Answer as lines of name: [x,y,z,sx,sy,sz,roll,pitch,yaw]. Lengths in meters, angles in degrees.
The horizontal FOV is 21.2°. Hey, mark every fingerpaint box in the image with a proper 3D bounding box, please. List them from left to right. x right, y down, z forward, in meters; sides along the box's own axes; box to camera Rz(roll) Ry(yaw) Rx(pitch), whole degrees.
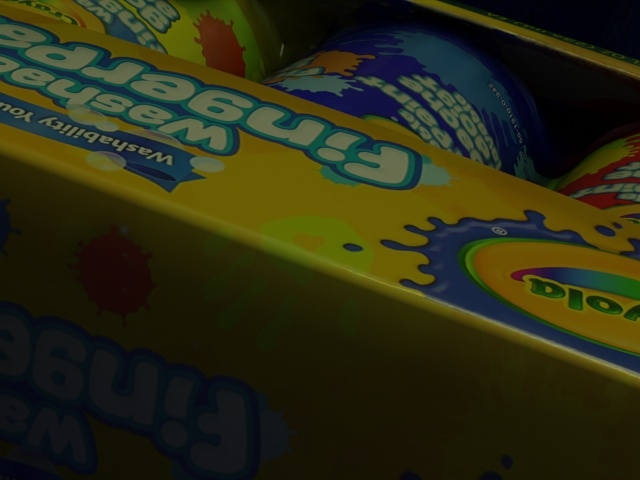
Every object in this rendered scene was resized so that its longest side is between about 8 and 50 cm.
fingerpaint box: [0.000,0.000,0.735,0.445,0.163,0.371,20,24,15]
